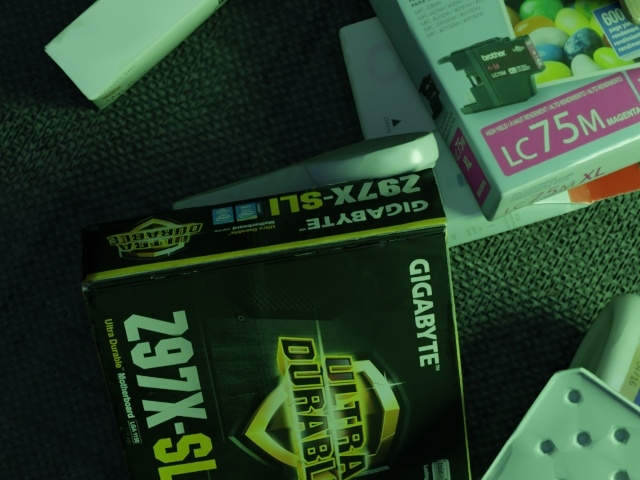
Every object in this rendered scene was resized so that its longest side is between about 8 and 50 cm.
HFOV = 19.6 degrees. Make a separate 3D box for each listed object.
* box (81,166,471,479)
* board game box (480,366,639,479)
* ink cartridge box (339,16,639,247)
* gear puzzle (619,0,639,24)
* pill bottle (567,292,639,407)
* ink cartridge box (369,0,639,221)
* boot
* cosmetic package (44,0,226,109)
[{"bbox_3d":[-0.023,0.113,1.372,0.257,0.079,0.322,-8,127,0],"label":"box"},{"bbox_3d":[0.230,0.350,1.312,0.390,0.050,0.390,35,103,12],"label":"board game box"},{"bbox_3d":[0.147,-0.108,1.440,0.232,0.066,0.189,-18,69,11],"label":"ink cartridge box"},{"bbox_3d":[0.339,-0.270,1.455,0.339,0.044,0.175,-16,77,-24],"label":"gear puzzle"},{"bbox_3d":[0.319,0.159,1.426,0.265,0.153,0.153,24,88,0],"label":"pill bottle"},{"bbox_3d":[0.144,-0.185,1.425,0.186,0.065,0.311,-22,70,-14],"label":"ink cartridge box"},{"bbox_3d":[0.000,0.000,1.410,0.095,0.258,0.123,-23,96,-46],"label":"boot"},{"bbox_3d":[-0.106,-0.203,1.458,0.239,0.099,0.060,-41,89,-2],"label":"cosmetic package"}]
